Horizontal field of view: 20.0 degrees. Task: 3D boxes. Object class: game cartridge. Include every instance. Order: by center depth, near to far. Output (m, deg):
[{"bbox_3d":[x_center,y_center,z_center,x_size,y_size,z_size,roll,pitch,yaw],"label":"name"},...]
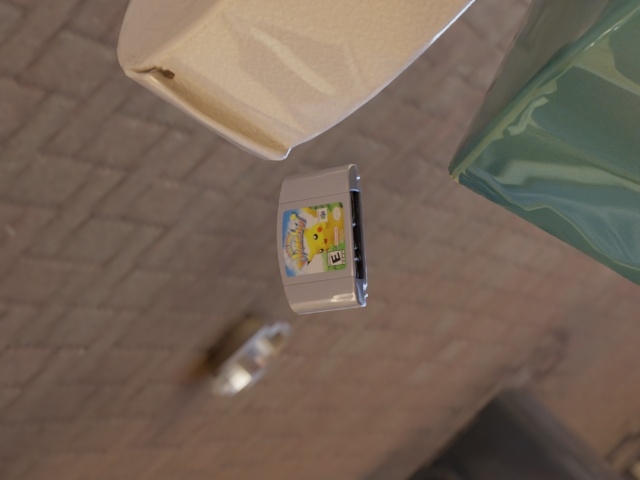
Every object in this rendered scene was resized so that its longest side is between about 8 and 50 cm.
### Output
[{"bbox_3d":[0.000,0.000,1.058,0.056,0.083,0.017,-10,170,39],"label":"game cartridge"}]

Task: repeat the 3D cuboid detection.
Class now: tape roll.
[{"bbox_3d":[0.049,-0.212,0.761,0.392,0.072,0.392,-50,-162,23],"label":"tape roll"}]

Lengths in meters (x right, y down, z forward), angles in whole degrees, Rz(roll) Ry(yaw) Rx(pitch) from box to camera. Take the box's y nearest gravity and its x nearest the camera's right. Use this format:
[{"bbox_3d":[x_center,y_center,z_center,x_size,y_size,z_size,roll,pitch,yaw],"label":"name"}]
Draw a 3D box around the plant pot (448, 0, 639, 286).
[{"bbox_3d":[0.216,-0.109,1.084,0.165,0.165,0.234,-62,-176,-27],"label":"plant pot"}]
